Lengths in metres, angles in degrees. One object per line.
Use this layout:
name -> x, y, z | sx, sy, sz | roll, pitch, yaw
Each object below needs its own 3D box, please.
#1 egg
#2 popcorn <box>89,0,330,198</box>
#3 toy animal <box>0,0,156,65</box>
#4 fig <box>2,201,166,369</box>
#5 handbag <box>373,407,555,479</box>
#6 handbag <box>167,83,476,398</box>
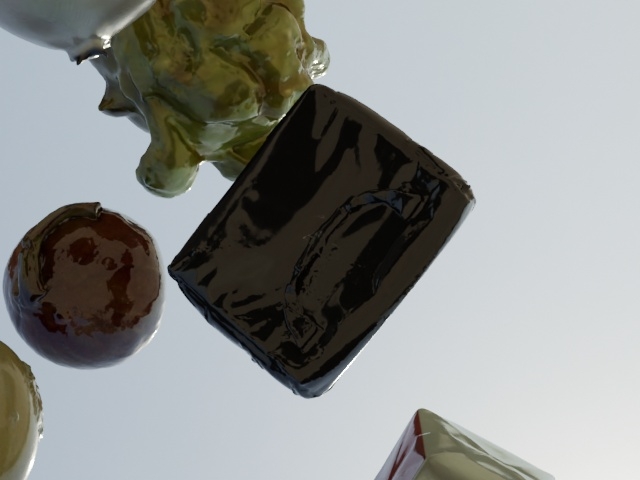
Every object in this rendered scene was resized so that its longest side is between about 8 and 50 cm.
egg -> -0.369, 0.194, 1.592 | 0.164, 0.201, 0.164 | 9, 175, 1
popcorn -> -0.127, -0.226, 1.788 | 0.274, 0.279, 0.335 | -23, -122, -33
toy animal -> -0.258, -0.315, 1.429 | 0.251, 0.251, 0.310 | 9, -137, -30
fig -> -0.277, 0.049, 1.768 | 0.205, 0.205, 0.205 | 21, -146, -15
handbag -> 0.094, 0.330, 1.453 | 0.171, 0.298, 0.151 | 28, -169, -6
handbag -> 0.000, 0.000, 1.566 | 0.244, 0.275, 0.088 | 38, 177, 35
